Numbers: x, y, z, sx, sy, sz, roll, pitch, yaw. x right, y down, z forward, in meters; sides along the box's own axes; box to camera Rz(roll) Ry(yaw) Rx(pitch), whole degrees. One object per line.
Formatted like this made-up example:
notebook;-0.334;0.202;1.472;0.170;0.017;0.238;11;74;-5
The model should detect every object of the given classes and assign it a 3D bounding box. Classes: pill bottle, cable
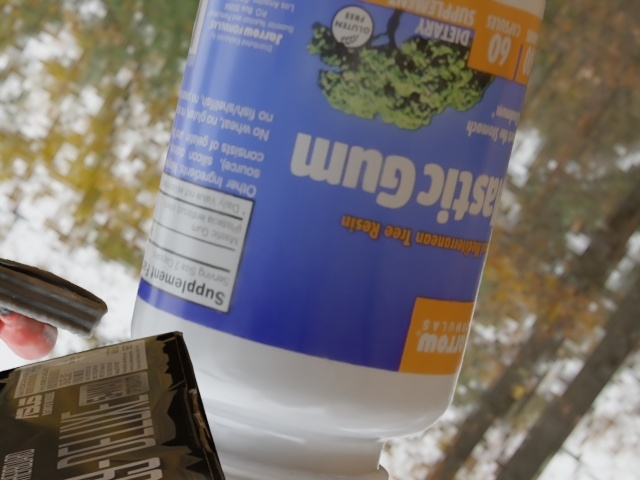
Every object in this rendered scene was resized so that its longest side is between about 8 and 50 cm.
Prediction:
pill bottle;0.000;0.000;0.803;0.152;0.272;0.152;12;-176;-1
cable;-0.205;0.039;1.040;0.139;0.072;0.287;16;176;0

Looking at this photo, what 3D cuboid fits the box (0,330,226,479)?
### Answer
box;-0.041;0.170;0.509;0.077;0.242;0.307;-13;-172;-6
